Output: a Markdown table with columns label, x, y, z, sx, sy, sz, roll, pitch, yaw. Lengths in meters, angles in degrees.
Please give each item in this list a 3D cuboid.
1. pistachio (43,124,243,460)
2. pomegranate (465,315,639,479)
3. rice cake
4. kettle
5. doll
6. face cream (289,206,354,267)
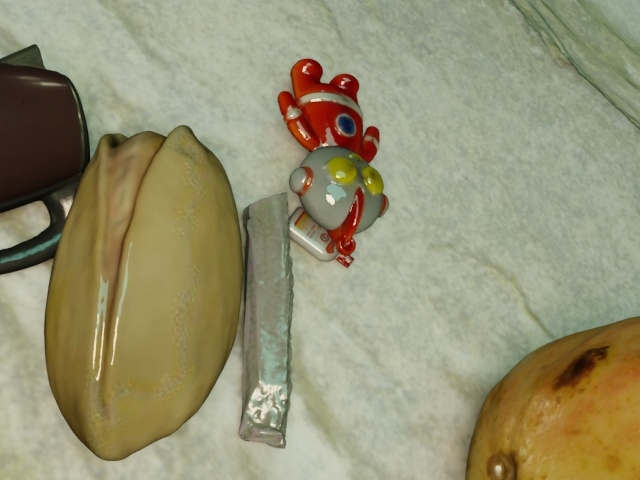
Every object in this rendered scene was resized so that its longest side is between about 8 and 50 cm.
| label | x | y | z | sx | sy | sz | roll | pitch | yaw |
| --- | --- | --- | --- | --- | --- | --- | --- | --- | --- |
| pistachio | -0.152 | 0.039 | 0.676 | 0.162 | 0.181 | 0.293 | 5 | 70 | 9 |
| pomegranate | 0.305 | 0.229 | 0.717 | 0.343 | 0.342 | 0.342 | 10 | 64 | -20 |
| rice cake | -0.053 | 0.071 | 0.778 | 0.055 | 0.049 | 0.269 | -2 | 66 | -1 |
| kettle | -0.315 | -0.065 | 0.680 | 0.232 | 0.144 | 0.202 | -12 | 91 | -32 |
| doll | 0.016 | -0.092 | 0.863 | 0.142 | 0.076 | 0.245 | 15 | 51 | -30 |
| face cream | 0.000 | 0.000 | 0.851 | 0.083 | 0.021 | 0.040 | 37 | 55 | -5 |
